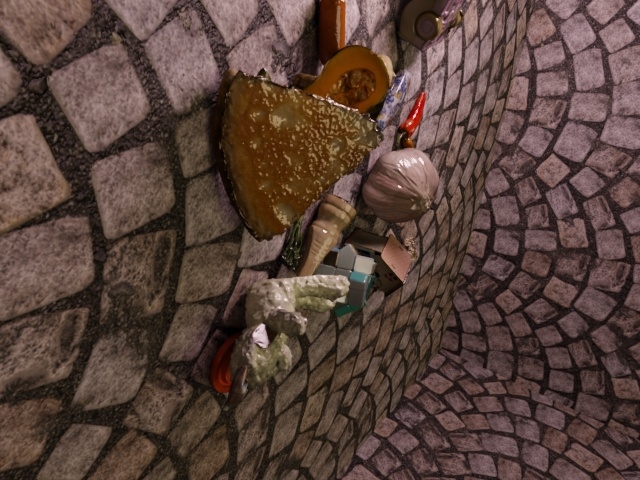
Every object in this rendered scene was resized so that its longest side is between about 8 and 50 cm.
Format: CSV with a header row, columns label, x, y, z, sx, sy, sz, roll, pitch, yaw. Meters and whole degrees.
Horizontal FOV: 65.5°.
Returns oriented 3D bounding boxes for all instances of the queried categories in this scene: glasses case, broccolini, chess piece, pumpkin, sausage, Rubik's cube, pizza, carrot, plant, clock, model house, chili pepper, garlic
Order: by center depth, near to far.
label,x,y,z,sx,sy,sz,roll,pitch,yaw
pizza,-0.113,-0.235,1.203,0.435,0.080,0.392,-43,124,8
sausage,0.032,-0.576,1.353,0.076,0.076,0.197,-37,138,-44
pumpkin,0.034,-0.375,1.377,0.325,0.242,0.232,-46,-176,8
clock,-0.261,0.376,1.539,0.205,0.051,0.205,-37,138,-43
broccolini,-0.075,-0.002,1.585,0.074,0.058,0.201,10,102,-68
chess piece,0.000,0.000,1.648,0.300,0.137,0.137,-61,151,-9
Rubik's cube,0.079,0.143,1.795,0.213,0.225,0.265,20,90,-77
glasses case,0.257,-0.504,1.797,0.247,0.065,0.087,-62,153,-13
garlic,0.323,-0.203,1.903,0.318,0.259,0.317,-21,136,-22
model house,0.236,0.115,1.999,0.325,0.245,0.169,79,31,-46
chili pepper,0.376,-0.493,2.021,0.272,0.064,0.071,-60,163,-20
carrot,0.390,-0.378,2.147,0.043,0.043,0.248,-63,154,-9
plant,0.460,0.047,2.479,0.122,0.105,0.116,22,91,-42

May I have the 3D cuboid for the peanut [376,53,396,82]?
label,x,y,z,sx,sy,sz,roll,pitch,yaw
peanut,0.152,-0.505,1.555,0.224,0.129,0.129,-41,142,-37

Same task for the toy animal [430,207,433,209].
label,x,y,z,sx,sy,sz,roll,pitch,yaw
toy animal,0.395,-0.168,2.117,0.117,0.210,0.121,15,96,-63

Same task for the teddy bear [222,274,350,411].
label,x,y,z,sx,sy,sz,roll,pitch,yaw
teddy bear,-0.097,0.298,1.451,0.327,0.376,0.361,127,-38,-55

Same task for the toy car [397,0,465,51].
label,x,y,z,sx,sy,sz,roll,pitch,yaw
toy car,0.387,-0.846,1.674,0.242,0.226,0.336,-41,168,-41
